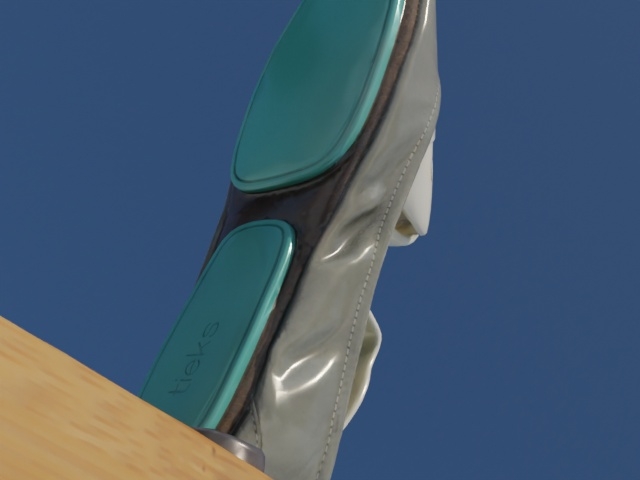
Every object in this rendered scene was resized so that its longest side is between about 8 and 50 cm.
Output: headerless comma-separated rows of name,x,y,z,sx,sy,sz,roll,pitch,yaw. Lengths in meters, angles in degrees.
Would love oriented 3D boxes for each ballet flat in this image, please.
ballet flat,0.000,0.000,0.547,0.072,0.213,0.068,-5,-34,46

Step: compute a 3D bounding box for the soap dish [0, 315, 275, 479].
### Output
soap dish,-0.162,0.061,0.387,0.291,0.229,0.118,4,-113,38
